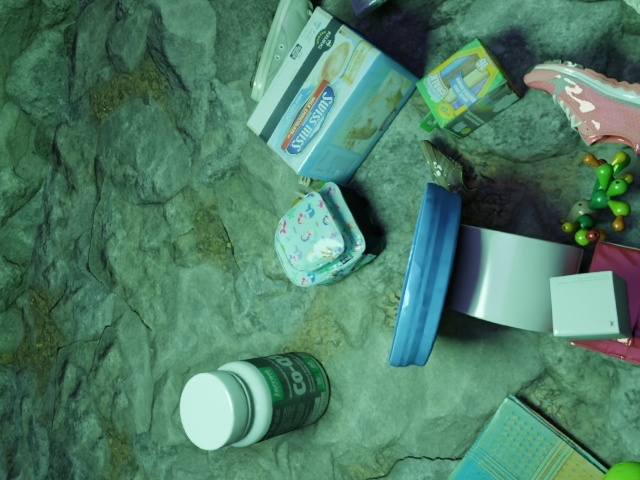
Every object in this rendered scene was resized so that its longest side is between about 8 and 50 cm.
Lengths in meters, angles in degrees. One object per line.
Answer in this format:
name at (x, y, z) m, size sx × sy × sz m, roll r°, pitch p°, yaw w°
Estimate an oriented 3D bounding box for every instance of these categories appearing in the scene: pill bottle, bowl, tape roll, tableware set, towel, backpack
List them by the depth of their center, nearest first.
tape roll at (0.378, 0.070, 1.118) m, size 0.246 × 0.246 × 0.168 m, roll 13°, pitch 94°, yaw 35°
towel at (0.474, 0.538, 1.142) m, size 0.370 × 0.040 × 0.271 m, roll 38°, pitch 109°, yaw 29°
bowl at (0.218, 0.076, 1.158) m, size 0.077 × 0.391 × 0.390 m, roll 12°, pitch 93°, yaw 9°
pill bottle at (-0.156, 0.396, 1.388) m, size 0.204 × 0.361 × 0.204 m, roll -3°, pitch 85°, yaw 34°
backpack at (0.000, 0.000, 1.428) m, size 0.254 × 0.191 × 0.225 m, roll -38°, pitch 67°, yaw 32°
tableware set at (-0.027, -0.117, 1.547) m, size 0.104 × 0.024 × 0.154 m, roll 23°, pitch 98°, yaw 30°

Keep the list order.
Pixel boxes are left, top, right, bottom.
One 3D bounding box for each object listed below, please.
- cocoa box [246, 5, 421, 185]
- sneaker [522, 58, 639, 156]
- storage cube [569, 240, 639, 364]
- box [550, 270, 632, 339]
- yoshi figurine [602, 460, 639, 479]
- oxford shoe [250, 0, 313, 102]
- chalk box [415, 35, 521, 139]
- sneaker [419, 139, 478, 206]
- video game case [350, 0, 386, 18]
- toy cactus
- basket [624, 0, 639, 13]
cocoa box at (0.032, -0.346, 1.395) m, size 0.228 × 0.232 × 0.347 m, roll 47°, pitch 112°, yaw 27°
sneaker at (0.537, -0.265, 1.113) m, size 0.314 × 0.116 × 0.136 m, roll 31°, pitch 105°, yaw 32°
storage cube at (0.580, 0.126, 1.000) m, size 0.184 × 0.215 × 0.193 m, roll 15°, pitch 88°, yaw 35°
box at (0.445, 0.111, 0.917) m, size 0.101 × 0.087 × 0.101 m, roll -11°, pitch 70°, yaw 39°
yoshi figurine at (0.623, 0.498, 0.929) m, size 0.363 × 0.203 × 0.202 m, roll 19°, pitch 80°, yaw 26°
oxford shoe at (-0.078, -0.590, 1.564) m, size 0.130 × 0.169 × 0.448 m, roll 16°, pitch 87°, yaw -9°
chalk box at (0.315, -0.325, 1.259) m, size 0.213 × 0.132 × 0.132 m, roll -33°, pitch 69°, yaw 27°
sneaker at (0.302, -0.166, 1.309) m, size 0.071 × 0.066 × 0.188 m, roll -29°, pitch 75°, yaw 12°
video game case at (0.158, -0.772, 1.365) m, size 0.300 × 0.036 × 0.328 m, roll -26°, pitch 76°, yaw 32°
toy cactus at (0.522, -0.071, 1.073) m, size 0.112 × 0.180 × 0.218 m, roll 21°, pitch 71°, yaw 4°
basket at (0.593, -0.522, 0.831) m, size 0.331 × 0.328 × 0.266 m, roll -43°, pitch 62°, yaw 25°
